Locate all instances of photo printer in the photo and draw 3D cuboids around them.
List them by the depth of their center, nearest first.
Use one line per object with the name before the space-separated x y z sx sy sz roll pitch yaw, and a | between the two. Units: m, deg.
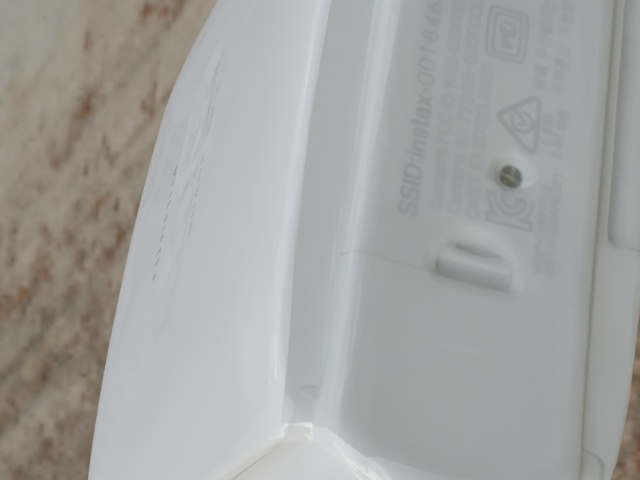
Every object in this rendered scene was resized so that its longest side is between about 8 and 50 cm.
photo printer | 0.000 0.000 0.547 0.307 0.107 0.256 134 148 -63
